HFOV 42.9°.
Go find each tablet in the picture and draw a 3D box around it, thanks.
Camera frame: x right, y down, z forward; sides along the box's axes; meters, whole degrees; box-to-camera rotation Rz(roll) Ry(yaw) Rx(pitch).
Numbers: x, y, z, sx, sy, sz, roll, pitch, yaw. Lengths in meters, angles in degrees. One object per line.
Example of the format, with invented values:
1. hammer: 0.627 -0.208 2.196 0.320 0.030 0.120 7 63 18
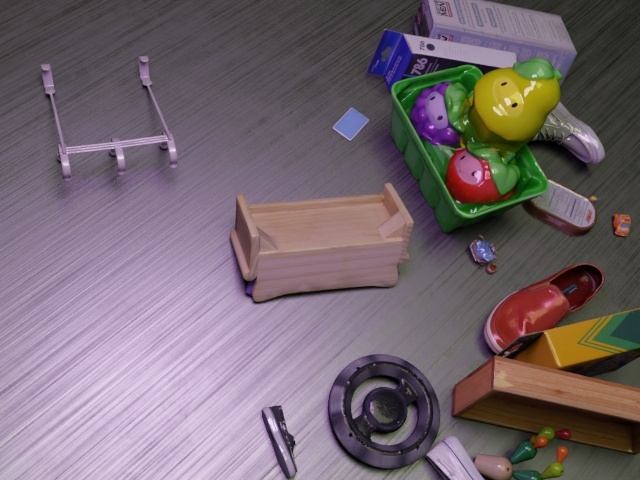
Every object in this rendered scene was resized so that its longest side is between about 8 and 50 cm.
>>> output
1. tablet: 0.072 -0.277 1.938 0.054 0.006 0.083 37 60 7

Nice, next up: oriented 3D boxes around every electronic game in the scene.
1. electronic game: 0.127 0.335 1.609 0.229 0.048 0.229 6 63 -12

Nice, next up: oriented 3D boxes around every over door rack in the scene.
1. over door rack: -0.453 -0.255 1.750 0.239 0.108 0.324 -9 52 -19

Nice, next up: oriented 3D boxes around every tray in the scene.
1. tray: 0.492 0.329 1.610 0.411 0.203 0.076 13 61 -9

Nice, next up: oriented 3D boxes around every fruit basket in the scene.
1. fruit basket: 0.350 -0.243 1.786 0.283 0.392 0.392 -18 69 -22

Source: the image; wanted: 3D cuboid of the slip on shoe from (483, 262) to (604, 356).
1. slip on shoe: 0.488 0.141 1.771 0.331 0.101 0.123 -27 74 -23

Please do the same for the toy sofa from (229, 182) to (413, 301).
1. toy sofa: 0.000 0.000 1.714 0.362 0.177 0.150 -6 40 -17

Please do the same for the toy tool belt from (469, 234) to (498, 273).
1. toy tool belt: 0.372 0.031 1.826 0.052 0.051 0.083 -24 72 -24

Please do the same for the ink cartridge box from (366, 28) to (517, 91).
1. ink cartridge box: 0.289 -0.407 1.968 0.332 0.165 0.065 8 61 -9

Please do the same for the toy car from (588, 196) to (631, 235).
1. toy car: 0.694 -0.059 1.960 0.122 0.040 0.060 26 60 0

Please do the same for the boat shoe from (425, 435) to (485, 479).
1. boat shoe: 0.286 0.489 1.562 0.075 0.083 0.226 -28 61 -13

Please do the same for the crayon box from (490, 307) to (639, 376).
1. crayon box: 0.520 0.233 1.672 0.323 0.203 0.083 -9 66 -18

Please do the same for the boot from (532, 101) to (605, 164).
1. boot: 0.574 -0.265 2.018 0.123 0.095 0.258 -30 65 -19

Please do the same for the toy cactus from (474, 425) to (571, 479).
1. toy cactus: 0.393 0.457 1.592 0.180 0.112 0.219 13 78 19

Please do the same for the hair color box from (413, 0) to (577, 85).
1. hair color box: 0.436 -0.512 2.064 0.374 0.114 0.185 9 44 -10

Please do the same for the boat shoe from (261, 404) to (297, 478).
1. boat shoe: -0.069 0.377 1.540 0.040 0.049 0.142 -15 66 -21

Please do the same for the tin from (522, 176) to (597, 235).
1. tin: 0.571 -0.083 1.945 0.189 0.040 0.106 27 64 0
